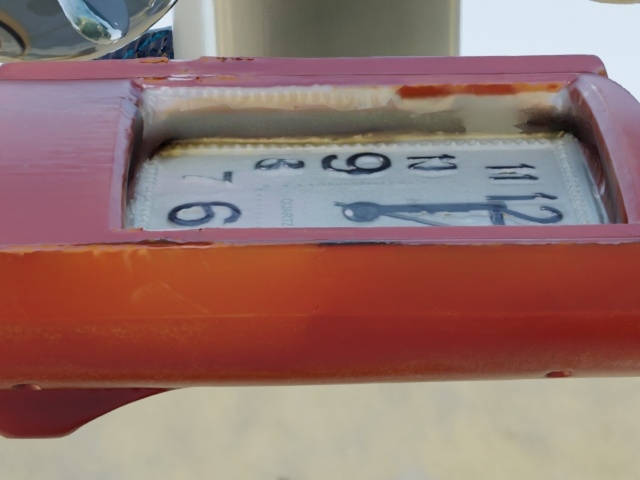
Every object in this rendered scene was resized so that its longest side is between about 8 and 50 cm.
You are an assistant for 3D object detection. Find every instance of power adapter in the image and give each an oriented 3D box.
[{"bbox_3d":[-0.002,-0.144,1.302,0.187,0.124,0.255,-18,-50,-20],"label":"power adapter"}]

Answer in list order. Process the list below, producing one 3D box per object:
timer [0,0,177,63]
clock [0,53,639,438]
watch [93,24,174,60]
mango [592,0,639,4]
[{"bbox_3d":[-0.136,-0.131,0.821,0.175,0.255,0.175,7,-59,12],"label":"timer"},{"bbox_3d":[0.000,0.000,0.437,0.155,0.113,0.061,-2,-66,0],"label":"clock"},{"bbox_3d":[-0.106,-0.128,1.522,0.274,0.276,0.068,-5,-66,-22],"label":"watch"},{"bbox_3d":[0.165,-0.183,0.926,0.166,0.136,0.236,-46,9,-9],"label":"mango"}]
